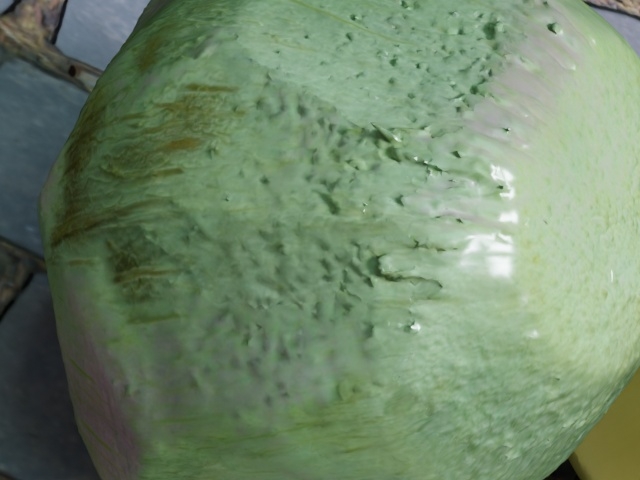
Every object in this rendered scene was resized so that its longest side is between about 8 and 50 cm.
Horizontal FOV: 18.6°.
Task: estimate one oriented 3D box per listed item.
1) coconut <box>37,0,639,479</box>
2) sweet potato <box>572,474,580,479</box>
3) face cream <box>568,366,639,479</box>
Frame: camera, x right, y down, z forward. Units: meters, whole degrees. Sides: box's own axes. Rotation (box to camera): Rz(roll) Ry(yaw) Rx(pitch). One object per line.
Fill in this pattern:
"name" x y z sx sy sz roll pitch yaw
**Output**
"coconut" 0.000 0.000 0.940 0.281 0.328 0.328 36 30 -47
"sweet potato" 0.140 0.154 1.053 0.249 0.059 0.069 -21 75 -54
"face cream" 0.243 0.063 1.058 0.218 0.179 0.218 40 30 -29
